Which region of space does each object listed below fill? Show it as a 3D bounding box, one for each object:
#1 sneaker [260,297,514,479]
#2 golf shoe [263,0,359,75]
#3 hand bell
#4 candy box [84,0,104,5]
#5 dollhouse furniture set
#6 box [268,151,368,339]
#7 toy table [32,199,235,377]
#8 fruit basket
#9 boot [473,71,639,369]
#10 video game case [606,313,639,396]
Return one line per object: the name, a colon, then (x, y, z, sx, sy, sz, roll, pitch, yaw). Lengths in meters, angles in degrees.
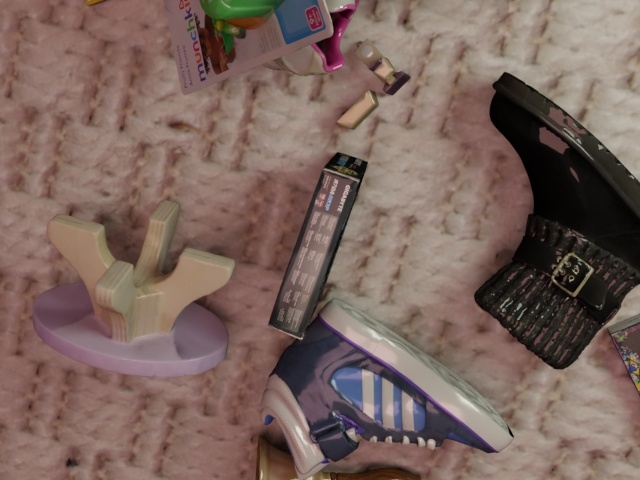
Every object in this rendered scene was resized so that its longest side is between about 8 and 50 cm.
sneaker: (0.074, 0.257, 1.235, 0.322, 0.130, 0.236, 35, 97, 4)
golf shoe: (0.010, -0.352, 1.113, 0.140, 0.115, 0.306, 30, 114, 39)
hand bell: (0.027, 0.351, 1.302, 0.242, 0.126, 0.126, 2, 103, -6)
candy box: (-0.299, -0.433, 1.201, 0.105, 0.027, 0.206, -14, 100, 14)
dollhouse furniture set: (0.043, -0.211, 1.182, 0.114, 0.091, 0.081, -44, 78, 17)
box: (0.000, 0.000, 1.178, 0.051, 0.175, 0.220, 20, 103, 2)
toy table: (-0.253, 0.066, 1.204, 0.274, 0.252, 0.161, 8, 119, -5)
fruit basket: (-0.129, -0.362, 1.053, 0.353, 0.165, 0.327, -5, 98, 50)
boot: (0.282, -0.019, 1.158, 0.348, 0.131, 0.260, 45, 104, -4)
video game case: (0.538, 0.180, 1.212, 0.210, 0.042, 0.232, -27, 97, 12)
